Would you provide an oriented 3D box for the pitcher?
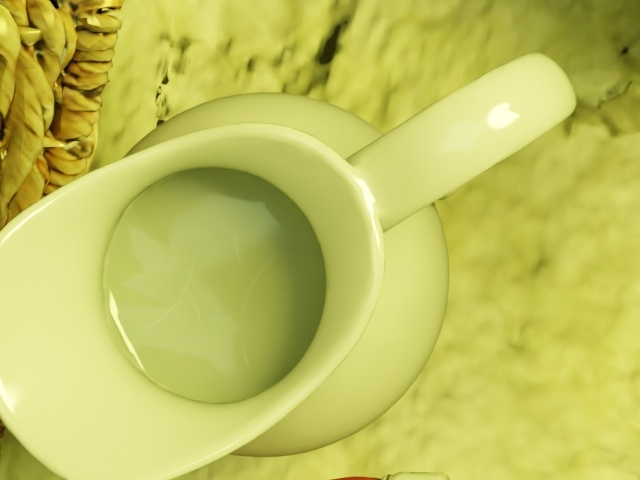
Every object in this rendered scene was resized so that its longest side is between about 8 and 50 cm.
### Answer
[{"bbox_3d":[0.000,0.000,0.497,0.178,0.207,0.125,-27,87,6],"label":"pitcher"}]

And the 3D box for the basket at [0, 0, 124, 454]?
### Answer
[{"bbox_3d":[-0.239,-0.007,0.522,0.213,0.223,0.299,42,127,31],"label":"basket"}]

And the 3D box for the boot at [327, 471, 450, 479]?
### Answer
[{"bbox_3d":[-0.031,0.209,0.542,0.176,0.088,0.244,-7,65,9],"label":"boot"}]
